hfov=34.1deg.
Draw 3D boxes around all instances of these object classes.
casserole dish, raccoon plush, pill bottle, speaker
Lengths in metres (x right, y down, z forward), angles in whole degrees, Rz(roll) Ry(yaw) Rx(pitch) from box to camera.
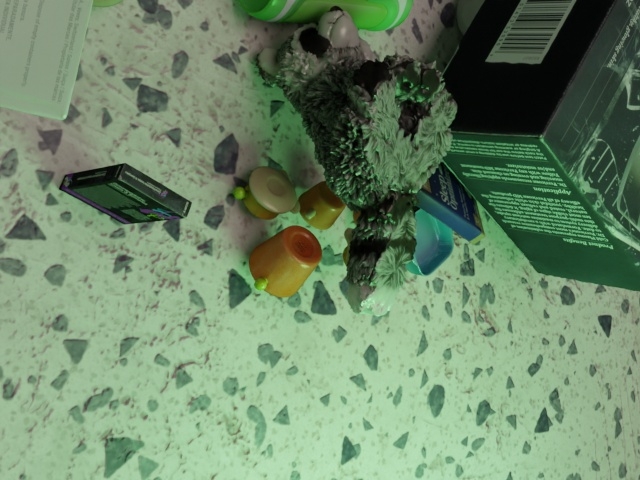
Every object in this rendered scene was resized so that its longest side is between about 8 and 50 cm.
[{"bbox_3d":[0.185,-0.005,1.868,0.188,0.037,0.114,-36,112,-56],"label":"casserole dish"},{"bbox_3d":[0.007,-0.134,1.616,0.216,0.299,0.446,19,88,-47],"label":"raccoon plush"},{"bbox_3d":[0.363,-0.435,2.011,0.193,0.108,0.108,-9,95,-40],"label":"pill bottle"},{"bbox_3d":[0.011,-0.408,1.693,0.297,0.131,0.131,-5,92,-41],"label":"speaker"}]

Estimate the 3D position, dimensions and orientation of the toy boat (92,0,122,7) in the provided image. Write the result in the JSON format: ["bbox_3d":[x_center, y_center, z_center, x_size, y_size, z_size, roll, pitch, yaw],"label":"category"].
[{"bbox_3d":[-0.324,-0.441,1.416,0.231,0.151,0.151,38,35,-35],"label":"toy boat"}]

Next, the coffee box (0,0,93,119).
[{"bbox_3d":[-0.452,-0.350,1.109,0.338,0.334,0.337,9,100,-40],"label":"coffee box"}]

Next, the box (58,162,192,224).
[{"bbox_3d":[-0.266,-0.061,1.421,0.116,0.162,0.029,32,69,-36],"label":"box"}]

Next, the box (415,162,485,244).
[{"bbox_3d":[0.206,-0.097,1.874,0.225,0.036,0.136,30,38,-35],"label":"box"}]

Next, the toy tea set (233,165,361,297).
[{"bbox_3d":[0.000,0.000,1.711,0.336,0.124,0.200,6,56,-38],"label":"toy tea set"}]

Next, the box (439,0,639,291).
[{"bbox_3d":[0.491,-0.239,1.891,0.472,0.297,0.480,44,69,-38],"label":"box"}]
